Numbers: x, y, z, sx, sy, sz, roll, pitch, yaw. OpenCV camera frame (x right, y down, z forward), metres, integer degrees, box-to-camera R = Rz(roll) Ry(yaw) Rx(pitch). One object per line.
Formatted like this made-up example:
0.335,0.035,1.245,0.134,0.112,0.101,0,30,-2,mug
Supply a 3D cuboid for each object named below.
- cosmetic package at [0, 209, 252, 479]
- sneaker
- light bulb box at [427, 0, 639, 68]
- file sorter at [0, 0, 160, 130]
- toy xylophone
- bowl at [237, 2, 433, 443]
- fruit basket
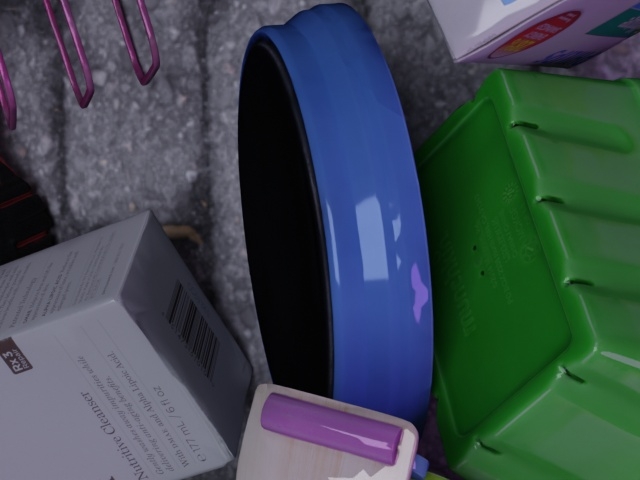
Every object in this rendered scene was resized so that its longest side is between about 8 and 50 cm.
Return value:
-0.287,0.146,1.452,0.385,0.156,0.217,-22,118,19,cosmetic package
-0.379,-0.051,1.565,0.136,0.116,0.313,-17,93,49,sneaker
0.173,-0.343,1.179,0.225,0.358,0.361,-27,85,23,light bulb box
-0.310,-0.196,1.400,0.291,0.202,0.182,-17,92,-12,file sorter
0.064,0.199,1.082,0.236,0.322,0.081,16,74,12,toy xylophone
0.000,0.000,1.265,0.077,0.391,0.391,-7,91,-12,bowl
0.270,0.054,1.227,0.392,0.392,0.283,51,124,11,fruit basket
